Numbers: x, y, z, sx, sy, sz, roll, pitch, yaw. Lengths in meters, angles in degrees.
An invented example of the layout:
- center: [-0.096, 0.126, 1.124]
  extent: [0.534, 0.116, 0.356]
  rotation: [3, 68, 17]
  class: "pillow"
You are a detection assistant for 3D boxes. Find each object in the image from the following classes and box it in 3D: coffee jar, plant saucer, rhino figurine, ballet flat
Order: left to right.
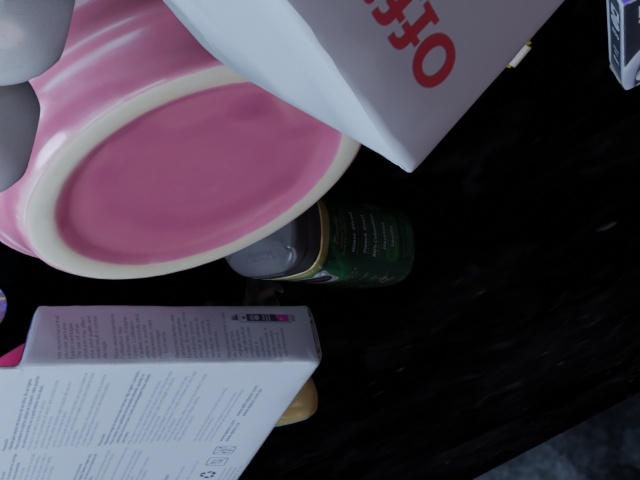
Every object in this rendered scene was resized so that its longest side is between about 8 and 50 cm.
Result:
- center: [-0.096, -0.073, 0.735]
  extent: [0.332, 0.084, 0.332]
  rotation: [-20, 154, -10]
  class: "plant saucer"
- center: [-0.113, 0.214, 1.321]
  extent: [0.232, 0.080, 0.073]
  rotation: [-17, 126, -23]
  class: "ballet flat"
- center: [-0.082, 0.113, 1.083]
  extent: [0.073, 0.106, 0.243]
  rotation: [-8, 150, -34]
  class: "rhino figurine"
- center: [0.000, 0.000, 0.959]
  extent: [0.096, 0.079, 0.184]
  rotation: [-10, 169, 38]
  class: "coffee jar"

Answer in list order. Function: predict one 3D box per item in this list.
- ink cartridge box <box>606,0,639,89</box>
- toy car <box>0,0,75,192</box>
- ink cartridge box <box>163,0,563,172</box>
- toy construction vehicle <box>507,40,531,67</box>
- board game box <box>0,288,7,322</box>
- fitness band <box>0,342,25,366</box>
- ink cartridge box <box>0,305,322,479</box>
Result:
- center: [0.337, -0.234, 0.871]
  extent: [0.206, 0.045, 0.208]
  rotation: [-28, 154, 6]
  class: "ink cartridge box"
- center: [-0.204, -0.115, 0.495]
  extent: [0.159, 0.136, 0.182]
  rotation: [12, 136, -20]
  class: "toy car"
- center: [0.046, -0.213, 0.350]
  extent: [0.307, 0.129, 0.223]
  rotation: [-48, 138, -5]
  class: "ink cartridge box"
- center: [0.122, -0.153, 0.850]
  extent: [0.098, 0.035, 0.086]
  rotation: [2, 133, -50]
  class: "toy construction vehicle"
- center: [-0.342, 0.085, 0.873]
  extent: [0.168, 0.033, 0.133]
  rotation: [5, 142, -48]
  class: "board game box"
- center: [-0.286, 0.165, 1.067]
  extent: [0.209, 0.054, 0.291]
  rotation: [-10, 152, -36]
  class: "fitness band"
- center: [-0.206, 0.165, 0.969]
  extent: [0.330, 0.071, 0.324]
  rotation: [3, 144, -23]
  class: "ink cartridge box"
